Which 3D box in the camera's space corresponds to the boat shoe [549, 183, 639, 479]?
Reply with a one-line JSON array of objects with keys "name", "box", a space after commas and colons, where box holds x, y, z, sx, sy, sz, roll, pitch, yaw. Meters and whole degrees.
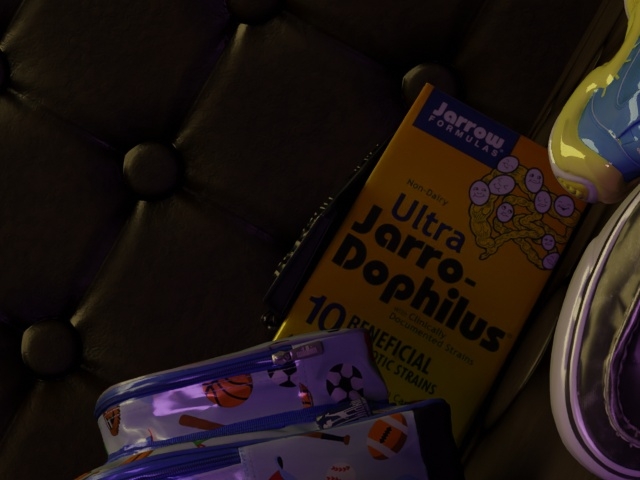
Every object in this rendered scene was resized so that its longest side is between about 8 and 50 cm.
[{"name": "boat shoe", "box": [0.148, -0.014, 0.368, 0.219, 0.078, 0.070, -59, -5, 1]}]

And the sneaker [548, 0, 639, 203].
[{"name": "sneaker", "box": [0.247, -0.126, 0.723, 0.240, 0.091, 0.126, -59, 14, -15]}]

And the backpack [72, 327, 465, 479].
[{"name": "backpack", "box": [-0.054, 0.179, 0.713, 0.263, 0.213, 0.276, -17, -20, -17]}]

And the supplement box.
[{"name": "supplement box", "box": [0.090, 0.064, 1.100, 0.356, 0.194, 0.195, -60, -4, -15]}]

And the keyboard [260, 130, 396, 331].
[{"name": "keyboard", "box": [0.000, 0.000, 1.132, 0.201, 0.033, 0.317, -62, -5, 22]}]
